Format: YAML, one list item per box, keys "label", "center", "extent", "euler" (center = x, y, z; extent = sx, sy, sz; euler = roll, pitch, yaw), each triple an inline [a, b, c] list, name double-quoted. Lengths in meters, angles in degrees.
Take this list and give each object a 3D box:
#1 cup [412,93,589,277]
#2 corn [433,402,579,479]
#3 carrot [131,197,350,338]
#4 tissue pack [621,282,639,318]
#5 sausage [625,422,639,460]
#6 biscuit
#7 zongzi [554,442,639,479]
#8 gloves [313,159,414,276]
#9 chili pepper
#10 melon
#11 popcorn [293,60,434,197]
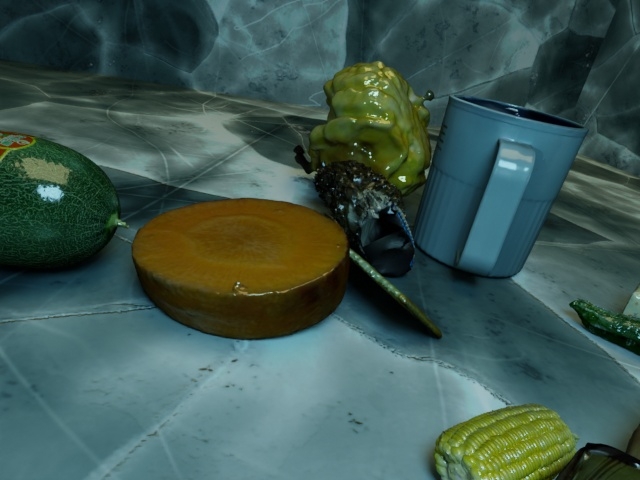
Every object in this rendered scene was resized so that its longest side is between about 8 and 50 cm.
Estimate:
- label: "cup"
  center: [0.351, -0.096, 0.923]
  extent: [0.257, 0.310, 0.331]
  euler: [5, 26, -16]
- label: "corn"
  center: [0.190, 0.214, 0.473]
  extent: [0.166, 0.063, 0.085]
  euler: [-2, 18, -32]
- label: "carrot"
  center: [-0.112, 0.020, 0.660]
  extent: [0.308, 0.100, 0.258]
  euler: [12, 34, 7]
- label: "tissue pack"
  center: [0.633, 0.148, 0.796]
  extent: [0.196, 0.092, 0.148]
  euler: [29, 28, 35]
- label: "sausage"
  center: [0.502, 0.218, 0.551]
  extent: [0.502, 0.123, 0.136]
  euler: [-2, 52, -30]
- label: "biscuit"
  center: [0.086, 0.058, 0.729]
  extent: [0.139, 0.016, 0.231]
  euler: [43, 0, -42]
- label: "zongzi"
  center: [0.215, 0.259, 0.250]
  extent: [0.300, 0.138, 0.286]
  euler: [-8, 6, -30]
- label: "gloves"
  center: [0.089, -0.064, 0.903]
  extent: [0.210, 0.135, 0.312]
  euler: [33, 14, -38]
- label: "chili pepper"
  center: [0.520, 0.150, 0.754]
  extent: [0.227, 0.088, 0.059]
  euler: [28, 14, 36]
- label: "melon"
  center: [-0.399, -0.052, 0.627]
  extent: [0.288, 0.182, 0.182]
  euler: [12, 24, -6]
- label: "popcorn"
  center: [0.095, -0.238, 1.139]
  extent: [0.382, 0.348, 0.349]
  euler: [-15, 9, 32]
